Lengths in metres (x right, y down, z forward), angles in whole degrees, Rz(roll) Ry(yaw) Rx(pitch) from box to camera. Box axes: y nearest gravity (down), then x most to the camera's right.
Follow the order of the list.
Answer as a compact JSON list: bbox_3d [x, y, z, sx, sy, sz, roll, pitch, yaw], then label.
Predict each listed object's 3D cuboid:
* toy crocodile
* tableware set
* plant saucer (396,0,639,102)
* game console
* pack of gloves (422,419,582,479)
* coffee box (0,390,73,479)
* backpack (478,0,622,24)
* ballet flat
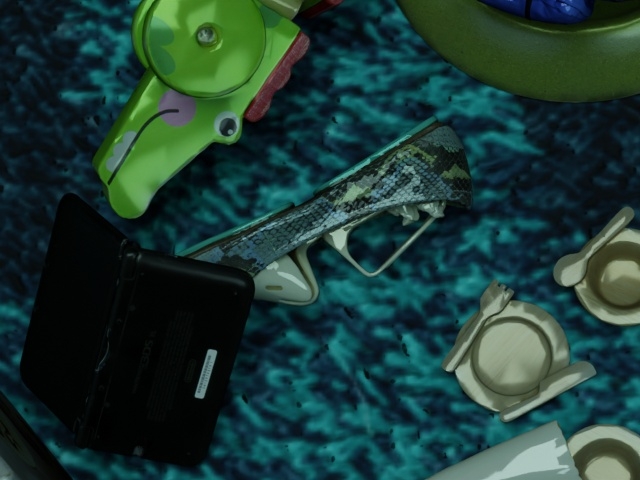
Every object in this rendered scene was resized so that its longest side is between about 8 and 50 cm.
[{"bbox_3d":[-0.023,-0.158,0.997,0.105,0.115,0.340,32,86,-13],"label":"toy crocodile"},{"bbox_3d":[0.159,0.071,0.946,0.141,0.020,0.168,-40,71,-4],"label":"tableware set"},{"bbox_3d":[0.150,-0.198,1.026,0.241,0.037,0.241,-3,73,9],"label":"plant saucer"},{"bbox_3d":[-0.102,0.049,0.969,0.107,0.071,0.122,12,113,-12],"label":"game console"},{"bbox_3d":[0.046,0.219,0.893,0.232,0.046,0.195,-23,68,7],"label":"pack of gloves"},{"bbox_3d":[-0.196,0.122,0.842,0.119,0.297,0.168,-40,70,-8],"label":"coffee box"},{"bbox_3d":[0.136,-0.166,0.950,0.120,0.098,0.101,15,105,14],"label":"backpack"},{"bbox_3d":[0.000,0.000,0.976,0.188,0.070,0.070,-28,70,3],"label":"ballet flat"}]
